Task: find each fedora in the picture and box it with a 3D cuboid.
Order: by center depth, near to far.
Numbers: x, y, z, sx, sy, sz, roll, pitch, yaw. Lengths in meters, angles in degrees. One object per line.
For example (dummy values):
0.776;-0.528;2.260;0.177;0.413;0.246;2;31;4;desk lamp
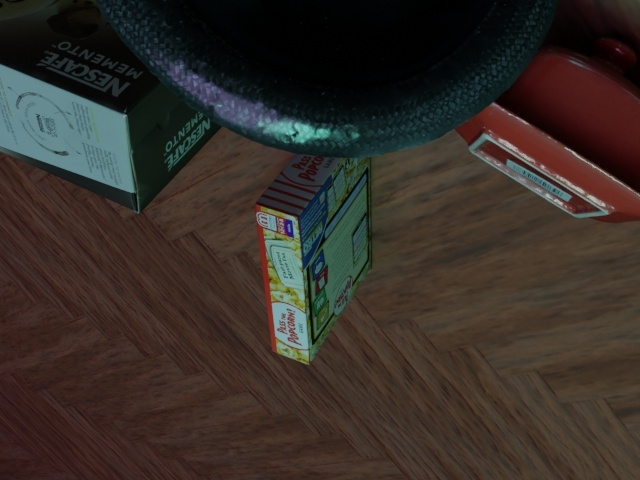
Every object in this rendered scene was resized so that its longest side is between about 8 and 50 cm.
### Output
-0.004;-0.207;0.608;0.334;0.334;0.152;36;174;1;fedora

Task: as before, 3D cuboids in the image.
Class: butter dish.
0.187;-0.093;0.655;0.160;0.118;0.160;32;-179;3;butter dish

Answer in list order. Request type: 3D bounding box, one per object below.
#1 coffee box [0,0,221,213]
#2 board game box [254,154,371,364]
-0.251;-0.167;0.852;0.297;0.168;0.119;23;139;16;coffee box
0.000;0.000;0.850;0.045;0.147;0.194;18;137;21;board game box
